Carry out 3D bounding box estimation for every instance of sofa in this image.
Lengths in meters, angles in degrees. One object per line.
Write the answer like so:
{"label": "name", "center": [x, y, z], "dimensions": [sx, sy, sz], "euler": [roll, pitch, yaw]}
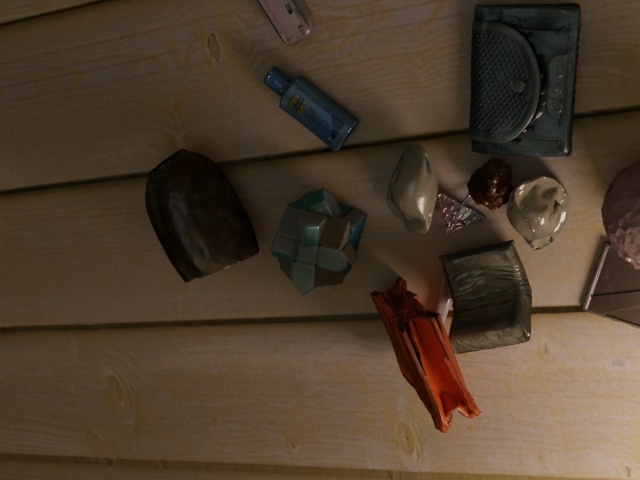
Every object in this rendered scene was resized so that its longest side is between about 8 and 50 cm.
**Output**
{"label": "sofa", "center": [0.399, 0.142, 1.899], "dimensions": [0.210, 0.225, 0.176], "euler": [-13, 123, 27]}

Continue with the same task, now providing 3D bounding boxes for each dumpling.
{"label": "dumpling", "center": [0.222, -0.133, 1.938], "dimensions": [0.151, 0.124, 0.229], "euler": [29, 121, 51]}
{"label": "dumpling", "center": [0.517, -0.075, 1.835], "dimensions": [0.111, 0.155, 0.181], "euler": [53, 166, 29]}

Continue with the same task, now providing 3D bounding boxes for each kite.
{"label": "kite", "center": [0.349, -0.085, 1.930], "dimensions": [0.139, 0.011, 0.157], "euler": [26, 102, -14]}

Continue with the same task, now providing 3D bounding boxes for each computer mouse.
{"label": "computer mouse", "center": [-0.096, -0.574, 1.911], "dimensions": [0.102, 0.045, 0.199], "euler": [-29, 98, 29]}

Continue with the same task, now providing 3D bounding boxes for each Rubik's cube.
{"label": "Rubik's cube", "center": [0.000, 0.000, 2.019], "dimensions": [0.224, 0.213, 0.266], "euler": [21, 115, 15]}

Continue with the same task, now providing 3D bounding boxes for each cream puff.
{"label": "cream puff", "center": [0.410, -0.134, 1.861], "dimensions": [0.116, 0.094, 0.122], "euler": [-13, 92, 57]}

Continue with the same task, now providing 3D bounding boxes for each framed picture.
{"label": "framed picture", "center": [0.779, 0.125, 1.861], "dimensions": [0.265, 0.018, 0.192], "euler": [18, 117, 14]}

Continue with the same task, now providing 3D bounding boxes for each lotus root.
{"label": "lotus root", "center": [-0.335, -0.071, 2.119], "dimensions": [0.250, 0.250, 0.346], "euler": [-21, 102, 28]}

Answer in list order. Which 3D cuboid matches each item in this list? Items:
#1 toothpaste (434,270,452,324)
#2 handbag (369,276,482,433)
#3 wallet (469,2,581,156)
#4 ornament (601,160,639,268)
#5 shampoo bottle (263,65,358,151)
{"label": "toothpaste", "center": [0.323, 0.167, 2.063], "dimensions": [0.048, 0.031, 0.191], "euler": [13, 113, 3]}
{"label": "handbag", "center": [0.244, 0.268, 1.922], "dimensions": [0.116, 0.410, 0.304], "euler": [-26, 101, -2]}
{"label": "wallet", "center": [0.453, -0.354, 1.764], "dimensions": [0.237, 0.075, 0.342], "euler": [7, 114, 23]}
{"label": "ornament", "center": [0.737, -0.051, 1.683], "dimensions": [0.259, 0.225, 0.260], "euler": [8, 113, 20]}
{"label": "shampoo bottle", "center": [-0.032, -0.341, 1.975], "dimensions": [0.258, 0.061, 0.104], "euler": [38, 119, 4]}
